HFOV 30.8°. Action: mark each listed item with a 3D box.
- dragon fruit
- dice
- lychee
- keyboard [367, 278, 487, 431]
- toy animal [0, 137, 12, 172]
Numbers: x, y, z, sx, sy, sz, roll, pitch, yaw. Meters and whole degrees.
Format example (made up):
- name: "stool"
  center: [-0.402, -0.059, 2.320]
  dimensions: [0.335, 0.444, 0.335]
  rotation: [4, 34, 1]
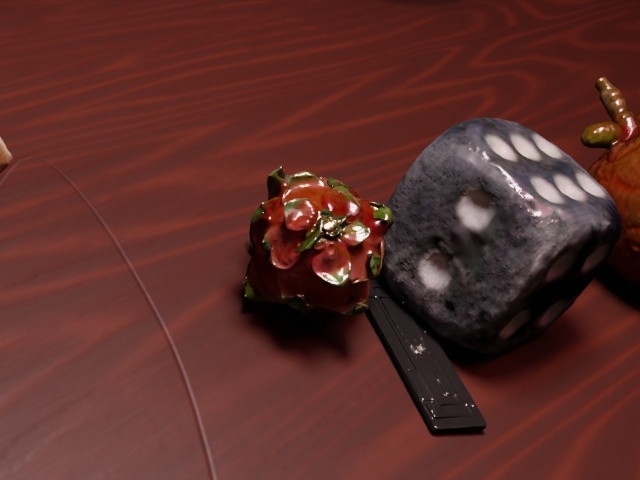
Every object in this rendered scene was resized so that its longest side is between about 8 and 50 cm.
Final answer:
- name: "dragon fruit"
  center: [-0.004, 0.001, 1.137]
  dimensions: [0.137, 0.135, 0.236]
  rotation: [22, 12, -5]
- name: "dice"
  center: [0.181, -0.007, 1.190]
  dimensions: [0.181, 0.183, 0.182]
  rotation: [45, 30, 24]
- name: "lychee"
  center: [0.423, -0.066, 1.384]
  dimensions: [0.300, 0.255, 0.255]
  rotation: [56, 32, -11]
- name: "keyboard"
  center: [0.093, 0.108, 1.137]
  dimensions: [0.061, 0.013, 0.204]
  rotation: [3, 39, -29]
- name: "toy animal"
  center: [-0.379, -0.087, 1.010]
  dimensions: [0.185, 0.104, 0.184]
  rotation: [48, 20, 19]
